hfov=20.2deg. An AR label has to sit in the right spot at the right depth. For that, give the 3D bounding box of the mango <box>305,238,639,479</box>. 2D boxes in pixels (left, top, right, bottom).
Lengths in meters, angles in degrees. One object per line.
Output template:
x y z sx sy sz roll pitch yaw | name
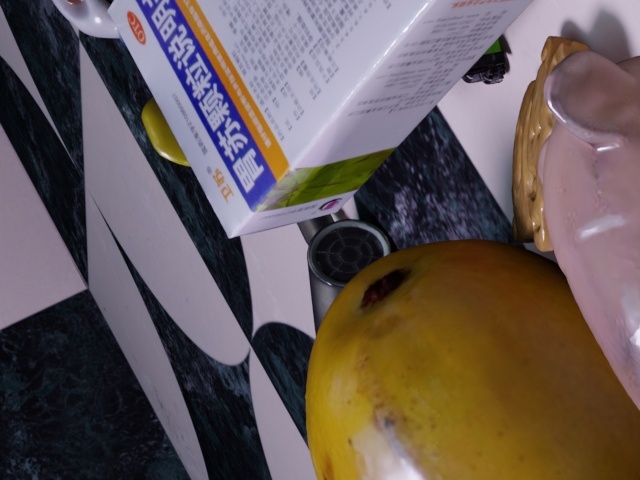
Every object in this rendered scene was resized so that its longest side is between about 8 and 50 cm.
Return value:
0.135 0.182 1.273 0.300 0.232 0.446 43 166 42 | mango

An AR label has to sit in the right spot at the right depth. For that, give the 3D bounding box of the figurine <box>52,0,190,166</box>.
-0.091 -0.233 1.429 0.338 0.283 0.204 -42 32 56 | figurine

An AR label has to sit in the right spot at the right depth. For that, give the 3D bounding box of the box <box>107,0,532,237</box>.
-0.001 -0.165 1.173 0.200 0.106 0.299 61 140 17 | box

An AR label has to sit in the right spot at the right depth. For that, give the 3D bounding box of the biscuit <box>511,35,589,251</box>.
0.141 -0.061 1.128 0.184 0.027 0.133 -127 40 -86 | biscuit

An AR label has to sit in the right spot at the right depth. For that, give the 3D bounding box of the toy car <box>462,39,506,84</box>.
0.067 -0.139 1.272 0.165 0.071 0.062 -161 62 -69 | toy car

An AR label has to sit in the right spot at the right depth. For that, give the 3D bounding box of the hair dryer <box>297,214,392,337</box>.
0.000 0.000 1.740 0.195 0.078 0.248 87 162 -56 | hair dryer

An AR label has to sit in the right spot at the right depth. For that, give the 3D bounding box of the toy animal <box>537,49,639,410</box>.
0.203 0.017 0.870 0.250 0.154 0.166 52 158 15 | toy animal
